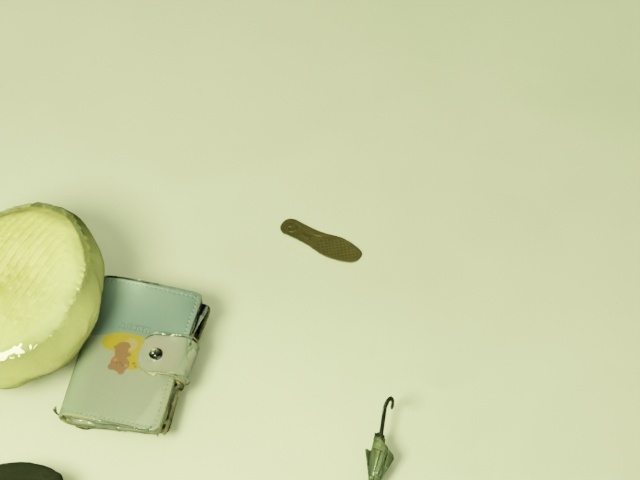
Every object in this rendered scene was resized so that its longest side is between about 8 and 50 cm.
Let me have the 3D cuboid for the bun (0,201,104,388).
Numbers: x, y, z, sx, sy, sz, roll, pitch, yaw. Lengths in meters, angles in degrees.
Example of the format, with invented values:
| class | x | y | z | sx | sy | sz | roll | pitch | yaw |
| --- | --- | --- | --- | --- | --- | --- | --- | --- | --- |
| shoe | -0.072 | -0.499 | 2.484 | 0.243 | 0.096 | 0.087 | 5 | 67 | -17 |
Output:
| class | x | y | z | sx | sy | sz | roll | pitch | yaw |
| --- | --- | --- | --- | --- | --- | --- | --- | --- | --- |
| bun | -0.415 | 0.088 | 1.743 | 0.287 | 0.146 | 0.287 | -9 | 47 | 10 |

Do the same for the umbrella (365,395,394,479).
| class | x | y | z | sx | sy | sz | roll | pitch | yaw |
| --- | --- | --- | --- | --- | --- | --- | --- | --- | --- |
| umbrella | 0.068 | 0.327 | 1.639 | 0.044 | 0.044 | 0.269 | 22 | 59 | -16 |

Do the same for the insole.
| class | x | y | z | sx | sy | sz | roll | pitch | yaw |
| --- | --- | --- | --- | --- | --- | --- | --- | --- | --- |
| insole | 0.000 | 0.000 | 1.911 | 0.135 | 0.002 | 0.045 | 26 | 55 | 18 |

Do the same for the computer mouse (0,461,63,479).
| class | x | y | z | sx | sy | sz | roll | pitch | yaw |
| --- | --- | --- | --- | --- | --- | --- | --- | --- | --- |
| computer mouse | -0.363 | 0.391 | 1.536 | 0.137 | 0.086 | 0.270 | -6 | 43 | -17 |

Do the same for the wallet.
| class | x | y | z | sx | sy | sz | roll | pitch | yaw |
| --- | --- | --- | --- | --- | --- | --- | --- | --- | --- |
| wallet | -0.251 | 0.161 | 1.738 | 0.170 | 0.069 | 0.231 | 8 | 57 | 11 |
